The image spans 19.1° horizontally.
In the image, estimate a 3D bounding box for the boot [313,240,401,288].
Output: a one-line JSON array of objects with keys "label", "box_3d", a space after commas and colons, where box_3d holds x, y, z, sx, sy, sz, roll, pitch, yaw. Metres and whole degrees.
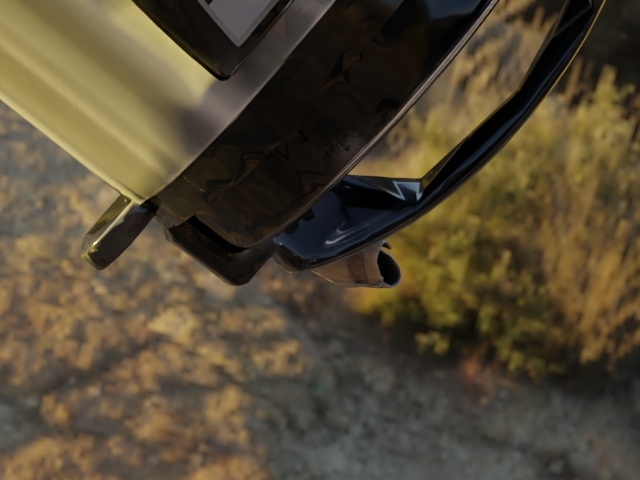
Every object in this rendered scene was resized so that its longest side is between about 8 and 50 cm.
[{"label": "boot", "box_3d": [0.000, 0.000, 1.205, 0.087, 0.042, 0.118, 12, -10, 27]}]

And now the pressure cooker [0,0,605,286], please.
[{"label": "pressure cooker", "box_3d": [-0.040, -0.205, 1.041, 0.420, 0.370, 0.375, 39, 46, -10]}]
